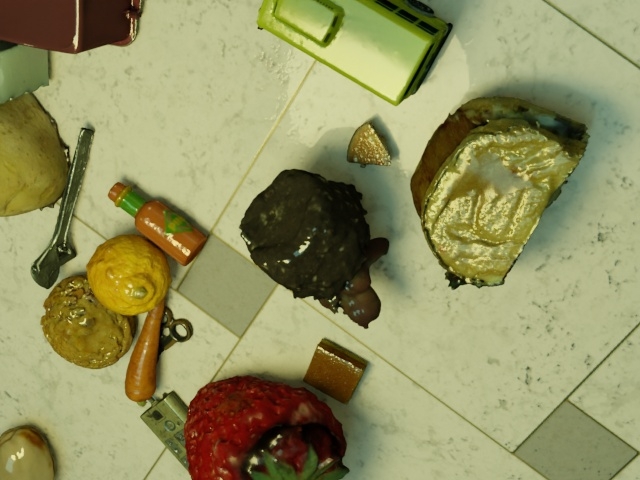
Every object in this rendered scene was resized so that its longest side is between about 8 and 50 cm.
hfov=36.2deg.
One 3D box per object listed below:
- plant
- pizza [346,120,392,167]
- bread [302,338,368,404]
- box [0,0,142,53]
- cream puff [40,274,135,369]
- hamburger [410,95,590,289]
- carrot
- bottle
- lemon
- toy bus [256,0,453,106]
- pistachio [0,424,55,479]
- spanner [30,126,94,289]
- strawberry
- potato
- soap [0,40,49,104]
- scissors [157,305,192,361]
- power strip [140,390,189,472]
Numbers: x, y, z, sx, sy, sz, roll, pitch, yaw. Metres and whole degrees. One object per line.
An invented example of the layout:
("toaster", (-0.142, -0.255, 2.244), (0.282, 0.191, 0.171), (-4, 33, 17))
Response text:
("plant", (0.000, 0.000, 1.541), (0.178, 0.204, 0.234), (-47, 135, 14))
("pizza", (0.082, -0.142, 1.545), (0.078, 0.025, 0.083), (38, 127, 7))
("bread", (0.025, 0.231, 1.725), (0.094, 0.035, 0.090), (28, 119, 7))
("box", (-0.443, -0.406, 1.545), (0.294, 0.167, 0.193), (14, 115, 14))
("cream puff", (-0.433, 0.154, 1.810), (0.189, 0.129, 0.189), (8, 118, 15))
("hamburger", (0.242, -0.082, 1.450), (0.211, 0.132, 0.309), (31, 119, 6))
("carrot", (-0.323, 0.198, 1.812), (0.061, 0.061, 0.257), (17, 114, 13))
("bottle", (-0.289, -0.034, 1.706), (0.187, 0.069, 0.069), (36, 120, 2))
("lemon", (-0.332, 0.061, 1.710), (0.142, 0.187, 0.142), (-8, 111, -23))
("toy bus", (0.041, -0.315, 1.412), (0.262, 0.150, 0.128), (31, 118, 6))
("pistachio", (-0.617, 0.476, 2.021), (0.143, 0.144, 0.215), (14, 123, 14))
("spanner", (-0.458, -0.055, 1.759), (0.026, 0.093, 0.326), (31, 115, 27))
("strawberry", (-0.096, 0.374, 1.730), (0.291, 0.310, 0.292), (-4, 112, -10))
("potato", (-0.589, -0.150, 1.689), (0.242, 0.242, 0.285), (-33, 95, 29))
("soap", (-0.613, -0.315, 1.644), (0.289, 0.173, 0.095), (14, 115, 15))
("scissors", (-0.315, 0.218, 1.858), (0.088, 0.017, 0.220), (34, 120, 3))
("power strip", (-0.260, 0.384, 1.899), (0.092, 0.034, 0.268), (-37, 97, 30))
